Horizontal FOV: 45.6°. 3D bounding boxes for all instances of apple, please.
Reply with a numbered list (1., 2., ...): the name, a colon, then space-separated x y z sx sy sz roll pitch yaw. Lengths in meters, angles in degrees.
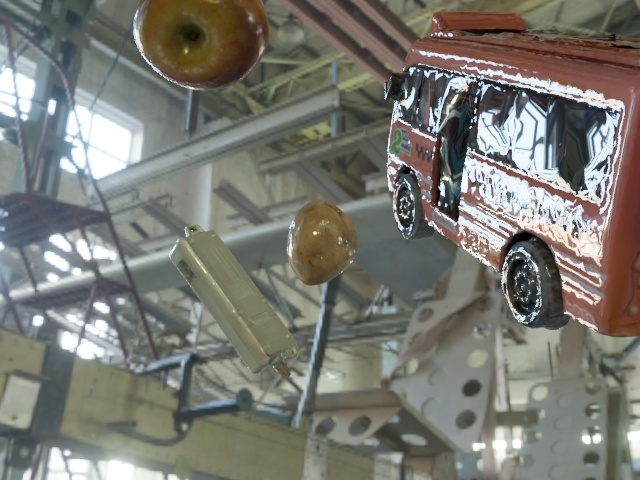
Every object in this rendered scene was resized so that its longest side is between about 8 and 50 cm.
1. apple: -0.207 -0.378 1.354 0.234 0.173 0.210 23 -60 -2

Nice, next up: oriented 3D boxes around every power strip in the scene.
1. power strip: -0.156 0.115 1.396 0.098 0.338 0.058 -18 -25 -52

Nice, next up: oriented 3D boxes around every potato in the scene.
1. potato: -0.001 -0.002 1.162 0.111 0.147 0.112 3 -48 3

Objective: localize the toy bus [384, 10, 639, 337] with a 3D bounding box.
1. toy bus: 0.215 -0.079 0.688 0.202 0.233 0.427 -4 19 -16
